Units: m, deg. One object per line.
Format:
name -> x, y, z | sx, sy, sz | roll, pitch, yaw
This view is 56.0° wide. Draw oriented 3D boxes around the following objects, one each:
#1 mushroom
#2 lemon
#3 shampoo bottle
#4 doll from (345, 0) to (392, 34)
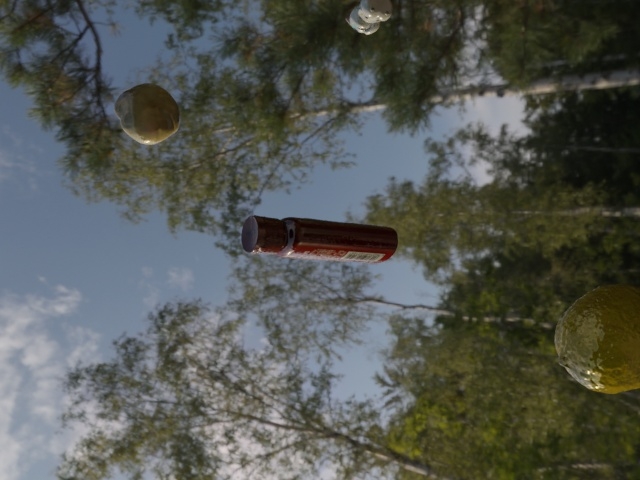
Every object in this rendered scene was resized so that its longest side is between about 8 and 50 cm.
mushroom -> -0.381, -0.278, 1.329 | 0.147, 0.112, 0.148 | 16, -119, -31
lemon -> 0.494, 0.163, 1.012 | 0.193, 0.180, 0.181 | -1, -87, -18
shampoo bottle -> 0.000, -0.001, 1.176 | 0.314, 0.118, 0.076 | 5, -101, -33
doll -> 0.167, -0.772, 2.050 | 0.110, 0.180, 0.107 | 6, -105, -22
